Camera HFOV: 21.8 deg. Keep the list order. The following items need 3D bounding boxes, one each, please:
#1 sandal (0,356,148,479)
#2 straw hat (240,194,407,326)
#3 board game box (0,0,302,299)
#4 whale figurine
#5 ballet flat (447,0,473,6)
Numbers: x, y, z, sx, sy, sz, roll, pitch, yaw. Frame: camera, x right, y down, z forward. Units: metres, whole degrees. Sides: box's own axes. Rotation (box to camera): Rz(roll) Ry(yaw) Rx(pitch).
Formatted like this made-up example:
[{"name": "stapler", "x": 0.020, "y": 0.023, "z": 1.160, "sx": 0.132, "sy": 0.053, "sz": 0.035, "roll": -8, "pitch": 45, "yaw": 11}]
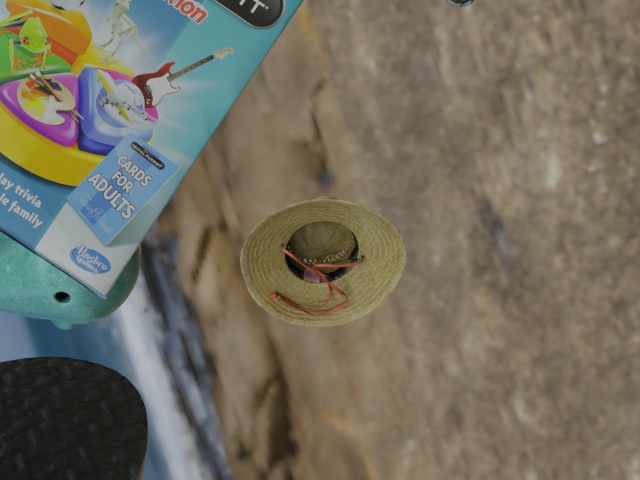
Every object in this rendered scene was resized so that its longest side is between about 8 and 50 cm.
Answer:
[{"name": "sandal", "x": -0.255, "y": 0.236, "z": 1.015, "sx": 0.167, "sy": 0.446, "sz": 0.107, "roll": 23, "pitch": 135, "yaw": 11}, {"name": "straw hat", "x": 0.000, "y": 0.000, "z": 1.365, "sx": 0.061, "sy": 0.144, "sz": 0.144, "roll": -92, "pitch": -5, "yaw": -47}, {"name": "board game box", "x": -0.199, "y": -0.158, "z": 1.435, "sx": 0.254, "sy": 0.336, "sz": 0.079, "roll": 33, "pitch": 172, "yaw": -5}, {"name": "whale figurine", "x": -0.354, "y": 0.041, "z": 2.033, "sx": 0.141, "sy": 0.272, "sz": 0.216, "roll": -94, "pitch": -15, "yaw": -53}, {"name": "ballet flat", "x": 0.115, "y": -0.309, "z": 1.678, "sx": 0.188, "sy": 0.070, "sz": 0.070, "roll": 48, "pitch": -174, "yaw": -39}]
